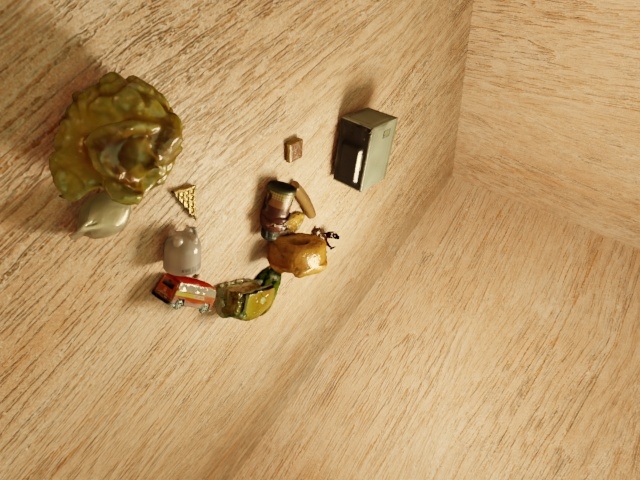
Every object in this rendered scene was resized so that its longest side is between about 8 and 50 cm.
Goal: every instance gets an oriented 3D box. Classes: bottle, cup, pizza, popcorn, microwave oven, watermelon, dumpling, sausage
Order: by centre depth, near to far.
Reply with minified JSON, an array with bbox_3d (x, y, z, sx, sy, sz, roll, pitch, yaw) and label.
[{"bbox_3d":[-0.517,-0.255,1.083,0.336,0.274,0.279,-59,-177,14],"label":"popcorn"},{"bbox_3d":[-0.633,-0.067,1.211,0.151,0.124,0.229,-34,-171,46],"label":"dumpling"},{"bbox_3d":[-0.488,0.028,1.522,0.173,0.134,0.142,-23,133,-49],"label":"cup"},{"bbox_3d":[-0.201,-0.123,1.867,0.156,0.143,0.271,-16,130,-54],"label":"bottle"},{"bbox_3d":[-0.082,-0.198,2.089,0.066,0.065,0.301,-55,154,-12],"label":"sausage"},{"bbox_3d":[-0.138,-0.094,2.119,0.160,0.035,0.099,-28,138,-46],"label":"pizza"},{"bbox_3d":[-0.310,0.259,2.120,0.128,0.159,0.304,25,92,-25],"label":"watermelon"},{"bbox_3d":[0.220,-0.480,2.172,0.286,0.218,0.355,-33,142,-41],"label":"microwave oven"}]

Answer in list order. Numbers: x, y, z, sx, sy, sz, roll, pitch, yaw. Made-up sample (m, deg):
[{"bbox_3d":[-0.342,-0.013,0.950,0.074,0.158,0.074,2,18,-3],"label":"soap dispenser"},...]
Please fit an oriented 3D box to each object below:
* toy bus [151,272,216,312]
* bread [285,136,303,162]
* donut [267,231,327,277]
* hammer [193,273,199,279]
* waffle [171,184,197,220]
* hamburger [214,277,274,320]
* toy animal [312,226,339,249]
[{"bbox_3d":[-0.522,0.208,1.644,0.120,0.121,0.265,-65,152,-3],"label":"toy bus"},{"bbox_3d":[-0.119,-0.404,1.856,0.090,0.035,0.094,-38,145,-38],"label":"bread"},{"bbox_3d":[-0.110,0.067,2.065,0.317,0.299,0.150,-81,176,-70],"label":"donut"},{"bbox_3d":[-0.517,0.190,1.756,0.029,0.014,0.123,-26,139,-33],"label":"hammer"},{"bbox_3d":[-0.488,-0.125,1.496,0.097,0.023,0.153,-30,140,-44],"label":"waffle"},{"bbox_3d":[-0.360,0.281,1.943,0.288,0.167,0.192,-7,120,-58],"label":"hamburger"},{"bbox_3d":[-0.003,-0.006,2.407,0.218,0.116,0.180,-29,118,-3],"label":"toy animal"}]
